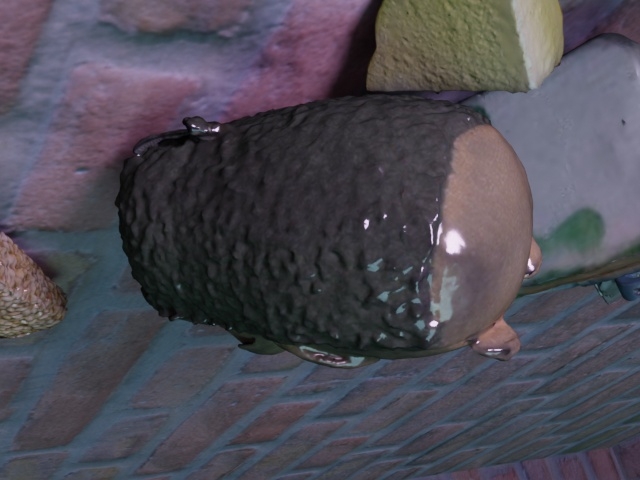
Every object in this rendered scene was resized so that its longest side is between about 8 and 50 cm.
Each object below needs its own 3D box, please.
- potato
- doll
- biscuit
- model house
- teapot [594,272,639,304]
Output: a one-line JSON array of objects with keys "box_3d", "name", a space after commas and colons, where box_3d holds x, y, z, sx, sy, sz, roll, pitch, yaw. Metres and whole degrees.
[{"box_3d": [0.102, -0.181, 0.688, 0.149, 0.081, 0.120, 6, 128, 34], "name": "potato"}, {"box_3d": [0.000, 0.000, 0.741, 0.350, 0.247, 0.247, 4, 162, 21], "name": "doll"}, {"box_3d": [-0.314, 0.048, 0.881, 0.082, 0.070, 0.168, -11, 157, 5], "name": "biscuit"}, {"box_3d": [0.254, -0.042, 0.908, 0.267, 0.194, 0.325, -20, 165, 31], "name": "model house"}, {"box_3d": [0.431, -0.009, 1.074, 0.225, 0.171, 0.203, -22, -161, 26], "name": "teapot"}]
